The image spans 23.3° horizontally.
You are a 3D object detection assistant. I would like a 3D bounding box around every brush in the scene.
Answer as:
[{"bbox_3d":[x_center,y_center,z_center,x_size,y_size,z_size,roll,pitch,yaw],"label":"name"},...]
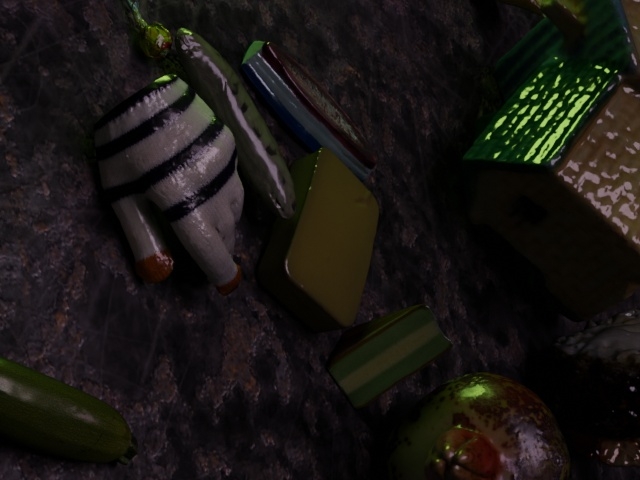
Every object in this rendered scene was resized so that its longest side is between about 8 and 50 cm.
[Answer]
[{"bbox_3d":[0.000,0.000,1.785,0.123,0.059,0.197,46,43,-32],"label":"brush"}]

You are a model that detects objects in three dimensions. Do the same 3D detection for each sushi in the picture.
[{"bbox_3d":[0.439,0.198,2.118,0.343,0.196,0.182,-19,104,-52],"label":"sushi"}]

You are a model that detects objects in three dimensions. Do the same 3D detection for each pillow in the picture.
[{"bbox_3d":[-0.092,-0.134,1.734,0.241,0.051,0.093,58,8,-10],"label":"pillow"}]

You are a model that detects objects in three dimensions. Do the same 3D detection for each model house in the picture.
[{"bbox_3d":[0.364,-0.140,2.141,0.342,0.334,0.382,41,57,-5],"label":"model house"}]

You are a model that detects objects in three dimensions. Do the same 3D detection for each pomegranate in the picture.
[{"bbox_3d":[0.168,0.248,1.734,0.248,0.214,0.214,36,43,-67],"label":"pomegranate"}]

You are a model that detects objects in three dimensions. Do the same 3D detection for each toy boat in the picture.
[{"bbox_3d":[-0.007,-0.151,1.866,0.229,0.046,0.080,46,39,-25],"label":"toy boat"}]

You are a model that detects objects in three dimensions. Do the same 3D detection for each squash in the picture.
[{"bbox_3d":[-0.247,0.153,1.388,0.252,0.066,0.066,29,51,-40],"label":"squash"}]

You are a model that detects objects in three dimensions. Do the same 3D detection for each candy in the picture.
[{"bbox_3d":[-0.200,-0.251,1.685,0.035,0.035,0.123,-31,88,-33],"label":"candy"}]

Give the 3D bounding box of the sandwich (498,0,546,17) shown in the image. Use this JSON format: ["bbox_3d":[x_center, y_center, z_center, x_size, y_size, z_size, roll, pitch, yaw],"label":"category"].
[{"bbox_3d":[0.252,-0.425,2.297,0.090,0.088,0.244,-19,84,-62],"label":"sandwich"}]

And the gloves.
[{"bbox_3d":[-0.134,-0.049,1.586,0.219,0.131,0.140,56,40,-2],"label":"gloves"}]

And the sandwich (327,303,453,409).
[{"bbox_3d":[0.080,0.133,1.771,0.074,0.116,0.074,55,38,-17],"label":"sandwich"}]
